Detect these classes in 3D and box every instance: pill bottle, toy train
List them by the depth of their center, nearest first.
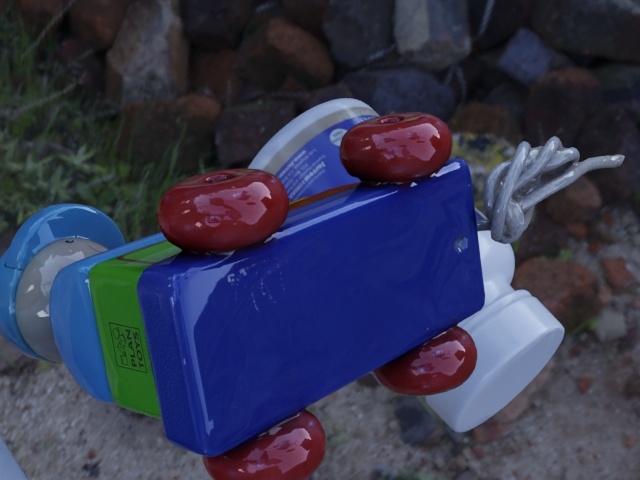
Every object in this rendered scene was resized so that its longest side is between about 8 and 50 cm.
[{"bbox_3d":[0.000,0.000,0.470,0.248,0.143,0.105,-23,111,-43],"label":"toy train"},{"bbox_3d":[0.046,0.015,0.664,0.112,0.112,0.187,-25,60,-37],"label":"pill bottle"}]

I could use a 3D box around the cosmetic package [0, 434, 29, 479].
[{"bbox_3d":[-0.185,0.242,0.299,0.385,0.156,0.217,-67,140,-56],"label":"cosmetic package"}]
